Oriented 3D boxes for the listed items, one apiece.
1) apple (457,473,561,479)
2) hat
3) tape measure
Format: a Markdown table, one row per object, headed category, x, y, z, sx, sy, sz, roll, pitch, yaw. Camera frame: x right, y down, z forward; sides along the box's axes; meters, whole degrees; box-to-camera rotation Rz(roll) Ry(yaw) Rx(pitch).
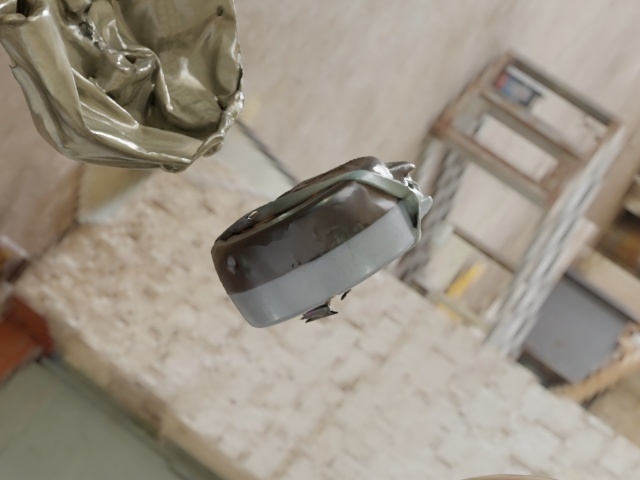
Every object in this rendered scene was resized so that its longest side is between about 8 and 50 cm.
| category | x | y | z | sx | sy | sz | roll | pitch | yaw |
| --- | --- | --- | --- | --- | --- | --- | --- | --- | --- |
| apple | 0.104 | 0.270 | 1.045 | 0.234 | 0.257 | 0.257 | -18 | 143 | -43 |
| hat | -0.173 | -0.119 | 1.070 | 0.214 | 0.245 | 0.149 | -40 | 125 | -53 |
| tape measure | -0.003 | 0.002 | 1.511 | 0.181 | 0.107 | 0.182 | -36 | -169 | -31 |
